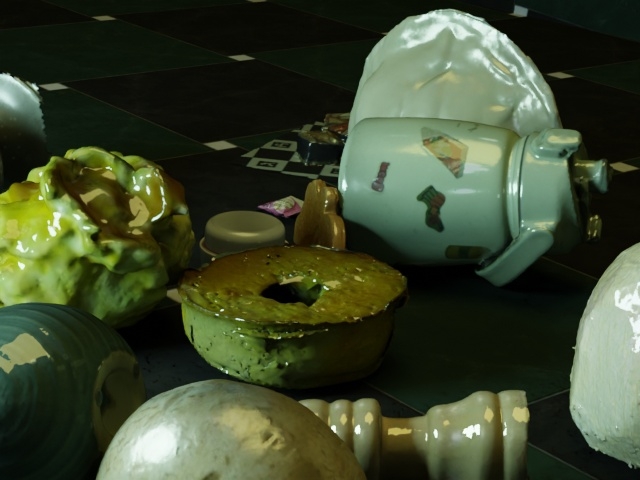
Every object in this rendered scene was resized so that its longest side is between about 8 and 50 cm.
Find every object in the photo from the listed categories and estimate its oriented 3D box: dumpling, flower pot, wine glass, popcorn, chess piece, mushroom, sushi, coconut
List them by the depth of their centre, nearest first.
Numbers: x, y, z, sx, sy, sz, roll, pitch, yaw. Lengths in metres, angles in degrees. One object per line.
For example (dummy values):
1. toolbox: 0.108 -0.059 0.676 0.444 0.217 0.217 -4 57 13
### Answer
1. mushroom: -0.068 0.207 1.255 0.253 0.189 0.195 13 25 21
2. flower pot: -0.253 0.152 1.342 0.157 0.189 0.243 -3 -10 13
3. chess piece: 0.039 0.197 1.392 0.307 0.124 0.139 1 4 2
4. coconut: 0.412 0.108 1.513 0.297 0.254 0.297 5 20 -2
5. popcorn: -0.273 0.002 1.726 0.270 0.224 0.258 -26 3 4
6. wine glass: -0.522 -0.103 1.999 0.238 0.238 0.323 11 23 20
7. dumpling: 0.202 -0.191 2.229 0.395 0.315 0.233 23 33 32
8. sushi: 0.058 -0.179 2.534 0.320 0.069 0.339 12 21 23

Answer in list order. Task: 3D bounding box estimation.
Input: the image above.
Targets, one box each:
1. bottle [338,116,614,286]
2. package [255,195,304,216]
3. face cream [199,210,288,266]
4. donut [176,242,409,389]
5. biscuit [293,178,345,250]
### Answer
1. bottle: 0.220 -0.058 1.978 0.351 0.229 0.229 1 18 18
2. package: -0.054 -0.052 2.219 0.059 0.029 0.083 -20 19 -33
3. face cream: -0.098 0.023 1.889 0.117 0.104 0.117 3 20 -1
4. donut: -0.035 0.091 1.702 0.272 0.107 0.272 3 18 -1
5. biscuit: 0.002 -0.005 1.943 0.027 0.133 0.184 11 16 -20
